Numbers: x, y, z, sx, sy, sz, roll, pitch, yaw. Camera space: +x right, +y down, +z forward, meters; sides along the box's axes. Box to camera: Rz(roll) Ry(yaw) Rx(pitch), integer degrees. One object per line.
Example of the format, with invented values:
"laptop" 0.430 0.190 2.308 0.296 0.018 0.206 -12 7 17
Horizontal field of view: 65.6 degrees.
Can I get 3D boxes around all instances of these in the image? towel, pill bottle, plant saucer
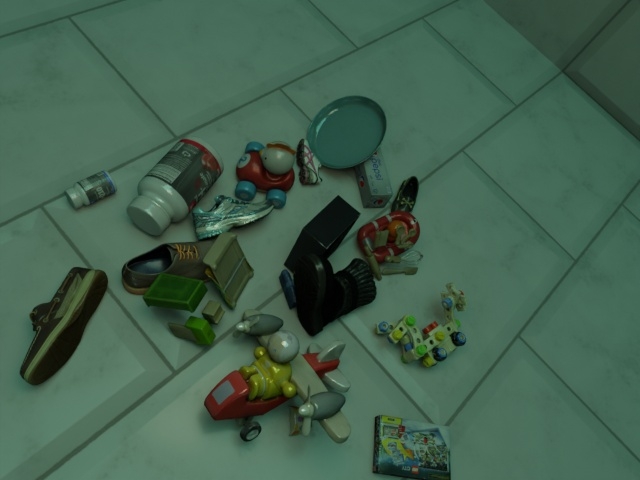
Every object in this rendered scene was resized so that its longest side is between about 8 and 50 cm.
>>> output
"towel" -0.099 0.155 1.595 0.029 0.067 0.119 -12 67 -22
"pill bottle" -0.716 -0.157 1.547 0.137 0.078 0.078 -35 78 -30
"pill bottle" -0.464 -0.172 1.583 0.176 0.176 0.318 32 58 0
"plant saucer" 0.102 -0.408 1.895 0.318 0.044 0.317 -7 67 18

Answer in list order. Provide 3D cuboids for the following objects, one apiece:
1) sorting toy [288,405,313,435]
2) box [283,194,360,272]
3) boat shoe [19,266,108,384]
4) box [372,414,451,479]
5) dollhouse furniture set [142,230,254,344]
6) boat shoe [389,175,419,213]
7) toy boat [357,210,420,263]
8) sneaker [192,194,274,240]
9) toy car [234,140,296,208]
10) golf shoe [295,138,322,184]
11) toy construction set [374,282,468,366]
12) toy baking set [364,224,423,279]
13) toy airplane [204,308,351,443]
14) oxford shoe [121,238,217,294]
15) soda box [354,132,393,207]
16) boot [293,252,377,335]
"sorting toy" -0.052 0.520 1.438 0.075 0.045 0.083 15 57 -33
"box" 0.000 0.000 1.597 0.103 0.261 0.184 39 57 5
"boat shoe" -0.711 0.215 1.336 0.123 0.123 0.342 15 58 5
"box" 0.274 0.623 1.484 0.233 0.044 0.159 14 59 -11
"dollhouse furniture set" -0.348 0.130 1.481 0.151 0.197 0.301 5 45 23
"boat shoe" 0.324 -0.152 1.902 0.081 0.068 0.227 23 58 -6
"toy boat" 0.251 -0.026 1.747 0.231 0.151 0.151 -26 79 -21
"sneaker" -0.283 -0.099 1.623 0.283 0.110 0.122 -23 97 -28
"toy car" -0.173 -0.272 1.699 0.210 0.238 0.219 14 59 -11
"golf shoe" -0.043 -0.293 1.859 0.086 0.067 0.186 -1 72 -24
"toy construction set" 0.362 0.289 1.644 0.328 0.151 0.215 -30 75 -18
"toy baking set" 0.257 0.056 1.709 0.197 0.256 0.030 -25 37 -4
"toy airplane" -0.083 0.350 1.371 0.386 0.272 0.384 11 36 6
"oxford shoe" -0.410 0.063 1.500 0.364 0.133 0.130 -20 70 -27
"soda box" 0.191 -0.269 1.903 0.091 0.098 0.286 -3 63 -17
"boot" 0.055 0.122 1.518 0.260 0.348 0.131 -27 57 -24
